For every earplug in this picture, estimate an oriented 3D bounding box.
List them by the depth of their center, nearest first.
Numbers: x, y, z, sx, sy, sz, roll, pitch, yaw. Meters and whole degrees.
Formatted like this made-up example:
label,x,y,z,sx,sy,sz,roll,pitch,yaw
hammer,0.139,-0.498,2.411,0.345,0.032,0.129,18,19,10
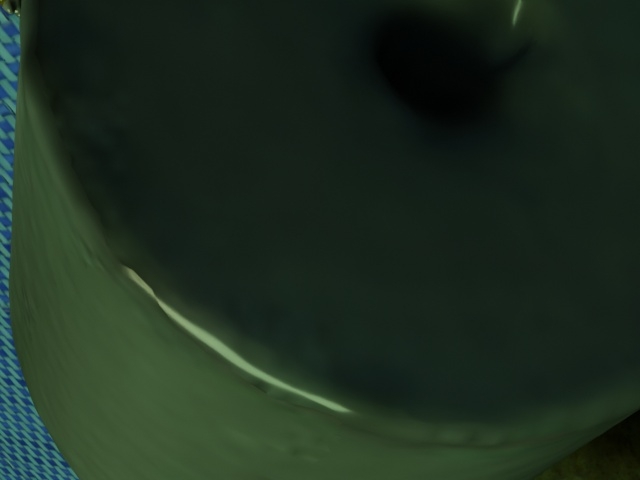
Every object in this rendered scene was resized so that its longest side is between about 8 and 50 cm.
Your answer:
label,x,y,z,sx,sy,sz,roll,pitch,yaw
earplug,0.000,0.000,0.739,0.312,0.313,0.394,37,153,3

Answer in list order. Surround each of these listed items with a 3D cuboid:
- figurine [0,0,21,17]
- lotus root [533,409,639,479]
label,x,y,z,sx,sy,sz,roll,pitch,yaw
figurine,-0.111,-0.203,0.799,0.176,0.121,0.122,-11,106,35
lotus root,0.133,0.139,0.930,0.309,0.173,0.173,-7,127,48
